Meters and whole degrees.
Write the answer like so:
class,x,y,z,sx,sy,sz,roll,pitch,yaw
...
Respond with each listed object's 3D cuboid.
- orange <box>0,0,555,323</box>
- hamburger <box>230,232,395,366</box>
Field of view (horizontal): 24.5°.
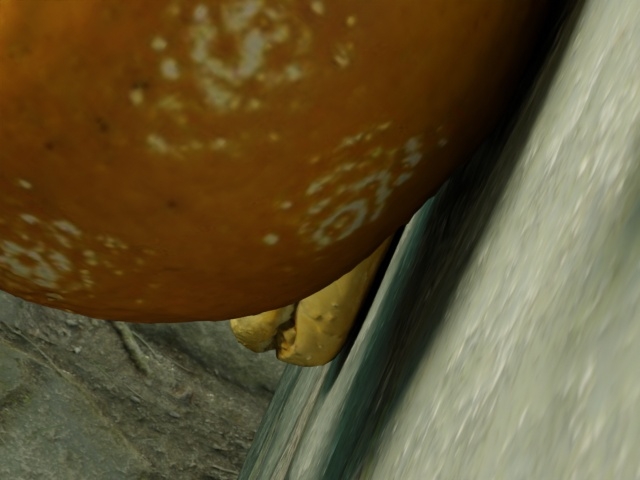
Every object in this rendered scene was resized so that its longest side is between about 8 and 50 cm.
class,x,y,z,sx,sy,sz,roll,pitch,yaw
orange,-0.048,-0.145,0.750,0.424,0.326,0.424,-48,13,15
hamburger,0.000,0.000,1.186,0.214,0.108,0.213,25,-90,-90
